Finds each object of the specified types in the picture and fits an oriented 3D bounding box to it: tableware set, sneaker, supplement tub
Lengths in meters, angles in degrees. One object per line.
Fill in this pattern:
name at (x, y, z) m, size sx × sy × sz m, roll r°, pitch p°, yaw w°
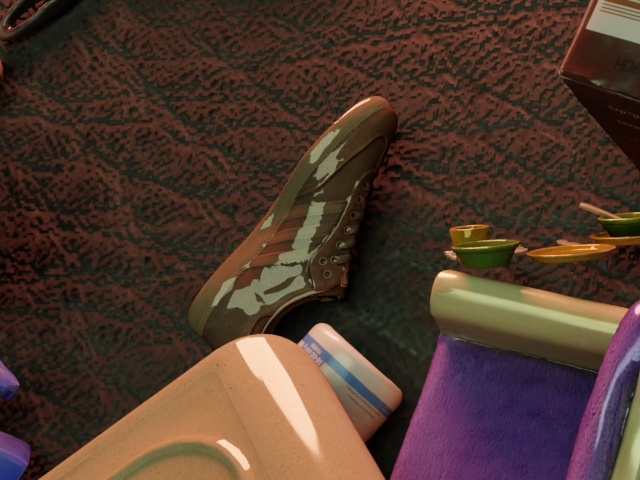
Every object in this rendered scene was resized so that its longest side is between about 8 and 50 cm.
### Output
tableware set at (0.145, -0.005, 0.909) m, size 0.154 × 0.104 × 0.024 m, roll -5°, pitch 95°, yaw -3°
sneaker at (0.000, 0.000, 1.015) m, size 0.071 × 0.066 × 0.188 m, roll 39°, pitch 92°, yaw 11°
supplement tub at (-0.010, 0.108, 0.962) m, size 0.107 × 0.071 × 0.071 m, roll -48°, pitch 62°, yaw -3°

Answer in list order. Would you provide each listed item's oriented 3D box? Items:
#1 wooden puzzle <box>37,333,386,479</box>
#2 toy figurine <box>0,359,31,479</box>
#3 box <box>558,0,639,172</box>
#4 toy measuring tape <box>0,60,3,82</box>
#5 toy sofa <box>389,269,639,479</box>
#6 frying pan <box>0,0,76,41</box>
wooden puzzle at (-0.097, 0.239, 0.779) m, size 0.348 × 0.080 × 0.322 m, roll -33°, pitch 40°, yaw 0°
toy figurine at (-0.248, 0.118, 1.040) m, size 0.217 × 0.191 × 0.362 m, roll 35°, pitch 87°, yaw -1°
box at (0.257, -0.103, 0.856) m, size 0.167 × 0.203 × 0.168 m, roll 21°, pitch 85°, yaw 31°
toy measuring tape at (-0.355, -0.024, 1.120) m, size 0.121 × 0.121 × 0.330 m, roll 27°, pitch 75°, yaw 27°
toy sofa at (0.076, 0.197, 0.819) m, size 0.150 × 0.177 × 0.362 m, roll 12°, pitch 69°, yaw 24°
frying pan at (-0.102, -0.281, 1.165) m, size 0.326 × 0.053 × 0.197 m, roll -17°, pitch 64°, yaw 10°
